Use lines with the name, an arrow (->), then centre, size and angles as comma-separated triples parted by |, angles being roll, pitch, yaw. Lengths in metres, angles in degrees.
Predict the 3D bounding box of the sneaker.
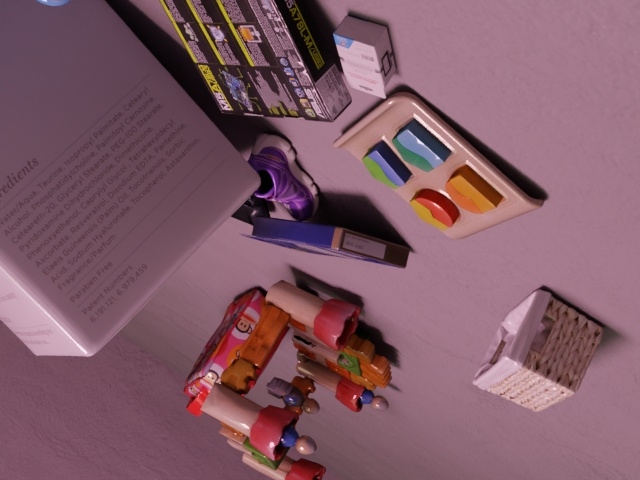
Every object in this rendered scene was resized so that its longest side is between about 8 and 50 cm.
sneaker -> -0.060, -0.076, 1.347 | 0.068, 0.071, 0.170 | 19, 157, 34

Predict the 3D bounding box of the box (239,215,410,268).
box -> 0.000, 0.000, 1.410 | 0.136, 0.036, 0.225 | 16, 174, -42

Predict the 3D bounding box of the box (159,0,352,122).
box -> -0.077, -0.215, 1.050 | 0.184, 0.045, 0.191 | 14, 143, 45

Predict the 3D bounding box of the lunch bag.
lunch bag -> -0.183, 0.242, 1.992 | 0.120, 0.258, 0.293 | 35, 160, -6

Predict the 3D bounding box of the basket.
basket -> 0.287, 0.152, 1.304 | 0.103, 0.113, 0.167 | 29, 160, 4

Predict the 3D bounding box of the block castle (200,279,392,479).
block castle -> -0.019, 0.292, 1.806 | 0.213, 0.303, 0.453 | 25, 160, 18

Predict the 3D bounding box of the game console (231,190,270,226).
game console -> -0.229, -0.100, 1.586 | 0.361, 0.044, 0.213 | 22, 159, 27

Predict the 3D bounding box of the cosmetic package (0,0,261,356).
cosmetic package -> -0.362, -0.095, 1.293 | 0.394, 0.327, 0.329 | 49, 157, -15

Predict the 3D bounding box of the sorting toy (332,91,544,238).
sorting toy -> 0.125, -0.073, 1.127 | 0.208, 0.038, 0.193 | 36, 160, -10

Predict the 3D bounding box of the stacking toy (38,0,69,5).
stacking toy -> -0.228, -0.365, 0.847 | 0.165, 0.175, 0.302 | 33, 149, -11

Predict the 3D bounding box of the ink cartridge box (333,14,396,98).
ink cartridge box -> 0.047, -0.185, 0.997 | 0.048, 0.028, 0.083 | 23, 158, 24
